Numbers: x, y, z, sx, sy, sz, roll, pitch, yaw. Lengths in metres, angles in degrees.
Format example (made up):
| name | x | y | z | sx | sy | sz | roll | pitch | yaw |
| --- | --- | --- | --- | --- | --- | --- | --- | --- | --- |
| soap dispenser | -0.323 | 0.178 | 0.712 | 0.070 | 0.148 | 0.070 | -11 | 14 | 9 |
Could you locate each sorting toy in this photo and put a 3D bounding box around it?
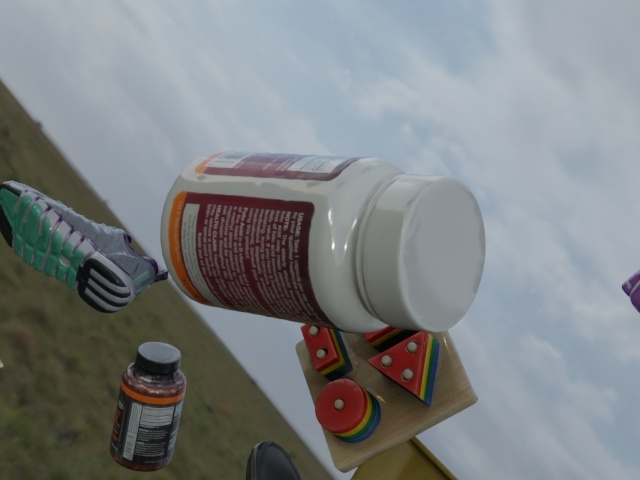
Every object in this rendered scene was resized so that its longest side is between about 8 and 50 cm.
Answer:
| name | x | y | z | sx | sy | sz | roll | pitch | yaw |
| --- | --- | --- | --- | --- | --- | --- | --- | --- | --- |
| sorting toy | 0.087 | 0.202 | 1.782 | 0.089 | 0.257 | 0.255 | 44 | 20 | -49 |

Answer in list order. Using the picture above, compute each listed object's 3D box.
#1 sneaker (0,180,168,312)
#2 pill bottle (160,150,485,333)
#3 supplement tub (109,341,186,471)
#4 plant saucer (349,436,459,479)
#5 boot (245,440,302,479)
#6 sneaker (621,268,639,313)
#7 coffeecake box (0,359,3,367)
| name | x | y | z | sx | sy | sz | roll | pitch | yaw |
| --- | --- | --- | --- | --- | --- | --- | --- | --- | --- |
| sneaker | -0.287 | 0.001 | 1.297 | 0.224 | 0.083 | 0.098 | 38 | 33 | 18 |
| pill bottle | 0.000 | 0.000 | 1.420 | 0.392 | 0.224 | 0.224 | 7 | -37 | 40 |
| supplement tub | -0.276 | 0.266 | 1.767 | 0.106 | 0.106 | 0.197 | 41 | -57 | 53 |
| plant saucer | 0.166 | 0.524 | 1.837 | 0.081 | 0.332 | 0.333 | 8 | 28 | -49 |
| boot | -0.127 | 0.382 | 1.313 | 0.091 | 0.229 | 0.262 | 16 | 66 | -50 |
| sneaker | 0.494 | 0.012 | 1.574 | 0.102 | 0.161 | 0.282 | -25 | 96 | -58 |
| coffeecake box | -0.450 | 0.092 | 1.167 | 0.185 | 0.142 | 0.068 | 61 | -17 | -6 |
